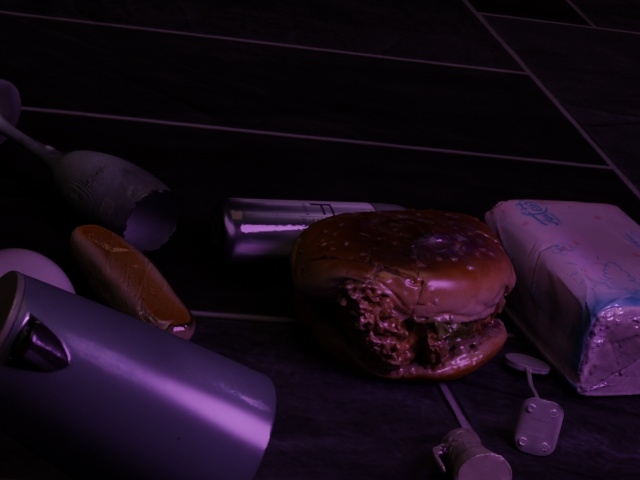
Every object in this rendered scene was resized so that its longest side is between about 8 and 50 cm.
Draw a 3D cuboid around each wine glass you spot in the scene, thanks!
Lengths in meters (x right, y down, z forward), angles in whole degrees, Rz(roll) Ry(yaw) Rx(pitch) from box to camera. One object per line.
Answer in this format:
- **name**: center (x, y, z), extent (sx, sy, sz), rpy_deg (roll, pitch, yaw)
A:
- **wine glass**: center (-0.349, -0.071, 1.997), extent (0.309, 0.096, 0.264), rpy_deg (32, 29, 34)

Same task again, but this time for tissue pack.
- **tissue pack**: center (0.317, 0.061, 2.016), extent (0.201, 0.124, 0.271), rpy_deg (4, 25, -27)

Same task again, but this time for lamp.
- **lamp**: center (0.218, 0.164, 1.863), extent (0.050, 0.056, 0.198), rpy_deg (11, 13, -1)

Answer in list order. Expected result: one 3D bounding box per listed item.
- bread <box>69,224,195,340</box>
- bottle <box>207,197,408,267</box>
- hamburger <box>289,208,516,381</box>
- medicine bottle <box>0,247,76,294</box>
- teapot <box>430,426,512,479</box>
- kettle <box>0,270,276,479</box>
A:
- **bread**: center (-0.197, 0.052, 1.861), extent (0.073, 0.053, 0.214), rpy_deg (-10, 35, -33)
- **bottle**: center (0.000, 0.000, 2.047), extent (0.254, 0.079, 0.096), rpy_deg (1, 65, -23)
- **hamburger**: center (0.082, 0.049, 1.912), extent (0.243, 0.146, 0.286), rpy_deg (18, 25, 27)
- **medicine bottle**: center (-0.353, 0.096, 1.594), extent (0.130, 0.130, 0.341), rpy_deg (27, 28, 28)
- **teapot**: center (0.138, 0.210, 1.688), extent (0.067, 0.057, 0.083), rpy_deg (9, 17, -17)
- **kettle**: center (-0.189, 0.127, 1.497), extent (0.243, 0.160, 0.210), rpy_deg (31, -11, -21)
